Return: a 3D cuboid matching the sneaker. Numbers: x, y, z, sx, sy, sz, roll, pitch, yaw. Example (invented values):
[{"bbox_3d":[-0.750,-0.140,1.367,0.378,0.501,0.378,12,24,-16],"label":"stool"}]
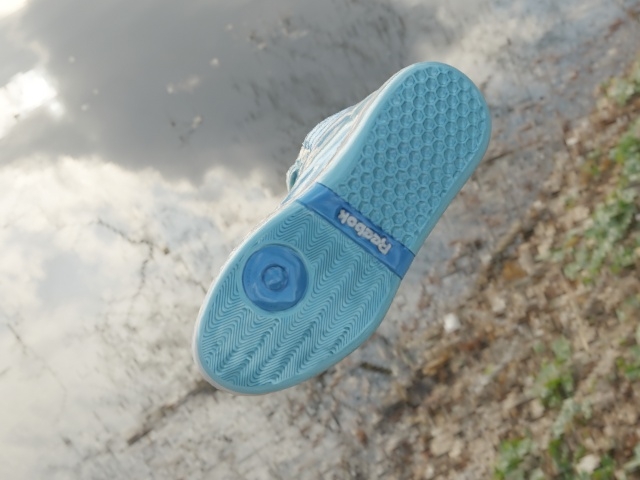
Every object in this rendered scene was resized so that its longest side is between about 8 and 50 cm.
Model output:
[{"bbox_3d":[0.000,0.000,1.042,0.319,0.127,0.208,-47,10,-15],"label":"sneaker"}]
